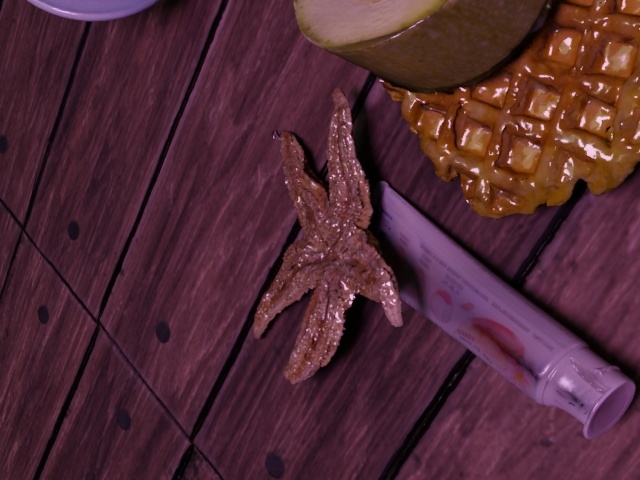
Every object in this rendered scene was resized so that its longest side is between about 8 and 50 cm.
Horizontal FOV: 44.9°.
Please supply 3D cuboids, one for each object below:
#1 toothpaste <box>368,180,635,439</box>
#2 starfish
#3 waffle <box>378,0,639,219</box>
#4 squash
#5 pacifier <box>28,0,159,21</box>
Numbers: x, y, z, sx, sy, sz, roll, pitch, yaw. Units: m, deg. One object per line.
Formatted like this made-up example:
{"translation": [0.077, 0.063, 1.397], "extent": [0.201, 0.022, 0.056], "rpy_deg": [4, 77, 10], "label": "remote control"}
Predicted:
{"translation": [0.137, 0.057, 0.719], "extent": [0.323, 0.066, 0.100], "rpy_deg": [40, 120, 41], "label": "toothpaste"}
{"translation": [0.004, 0.000, 0.823], "extent": [0.299, 0.060, 0.302], "rpy_deg": [-17, 73, 60], "label": "starfish"}
{"translation": [0.180, -0.187, 0.665], "extent": [0.302, 0.068, 0.324], "rpy_deg": [-31, 71, 37], "label": "waffle"}
{"translation": [0.077, -0.238, 0.633], "extent": [0.220, 0.133, 0.220], "rpy_deg": [-9, 76, 42], "label": "squash"}
{"translation": [-0.283, -0.379, 0.987], "extent": [0.233, 0.244, 0.299], "rpy_deg": [125, 130, -64], "label": "pacifier"}
